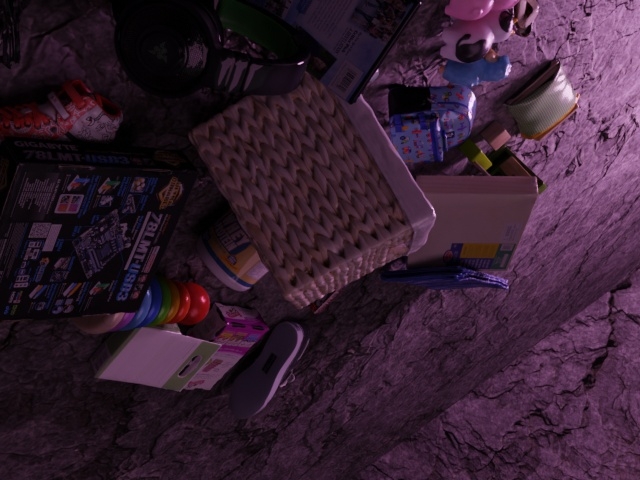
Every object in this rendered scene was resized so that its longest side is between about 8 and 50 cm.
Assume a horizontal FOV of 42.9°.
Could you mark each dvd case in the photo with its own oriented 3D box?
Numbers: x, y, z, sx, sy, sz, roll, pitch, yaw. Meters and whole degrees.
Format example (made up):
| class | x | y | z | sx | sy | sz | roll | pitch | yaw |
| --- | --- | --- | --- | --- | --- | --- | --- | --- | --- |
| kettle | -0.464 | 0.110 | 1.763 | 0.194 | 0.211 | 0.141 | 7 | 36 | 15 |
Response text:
| class | x | y | z | sx | sy | sz | roll | pitch | yaw |
| --- | --- | --- | --- | --- | --- | --- | --- | --- | --- |
| dvd case | -0.005 | -0.339 | 1.162 | 0.180 | 0.253 | 0.022 | -54 | 176 | 28 |

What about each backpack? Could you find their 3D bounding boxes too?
| class | x | y | z | sx | sy | sz | roll | pitch | yaw |
| --- | --- | --- | --- | --- | --- | --- | --- | --- | --- |
| backpack | 0.223 | -0.231 | 1.609 | 0.174 | 0.116 | 0.158 | -4 | 148 | 5 |

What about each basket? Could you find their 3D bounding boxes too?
| class | x | y | z | sx | sy | sz | roll | pitch | yaw |
| --- | --- | --- | --- | --- | --- | --- | --- | --- | --- |
| basket | -0.008 | -0.080 | 1.356 | 0.267 | 0.331 | 0.328 | -32 | 172 | -3 |

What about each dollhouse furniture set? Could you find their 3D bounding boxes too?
| class | x | y | z | sx | sy | sz | roll | pitch | yaw |
| --- | --- | --- | --- | --- | --- | --- | --- | --- | --- |
| dollhouse furniture set | 0.505 | -0.240 | 1.908 | 0.301 | 0.151 | 0.198 | -42 | 150 | 11 |

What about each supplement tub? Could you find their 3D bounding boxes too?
| class | x | y | z | sx | sy | sz | roll | pitch | yaw |
| --- | --- | --- | --- | --- | --- | --- | --- | --- | --- |
| supplement tub | -0.127 | -0.012 | 1.591 | 0.200 | 0.144 | 0.144 | -42 | 150 | 10 |

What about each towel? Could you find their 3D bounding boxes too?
| class | x | y | z | sx | sy | sz | roll | pitch | yaw |
| --- | --- | --- | --- | --- | --- | --- | --- | --- | --- |
| towel | 0.343 | 0.113 | 2.225 | 0.243 | 0.040 | 0.336 | -5 | 169 | 34 |

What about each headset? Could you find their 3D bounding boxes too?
| class | x | y | z | sx | sy | sz | roll | pitch | yaw |
| --- | --- | --- | --- | --- | --- | --- | --- | --- | --- |
| headset | -0.212 | -0.262 | 1.067 | 0.394 | 0.243 | 0.185 | 11 | 122 | -24 |

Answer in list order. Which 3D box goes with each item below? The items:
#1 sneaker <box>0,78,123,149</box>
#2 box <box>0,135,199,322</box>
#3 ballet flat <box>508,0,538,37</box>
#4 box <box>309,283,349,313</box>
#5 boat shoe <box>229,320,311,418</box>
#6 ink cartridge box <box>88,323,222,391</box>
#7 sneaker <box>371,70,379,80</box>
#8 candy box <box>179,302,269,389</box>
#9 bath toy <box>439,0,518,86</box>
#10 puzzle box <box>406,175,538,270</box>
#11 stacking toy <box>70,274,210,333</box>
| class | x | y | z | sx | sy | sz | roll | pitch | yaw |
| --- | --- | --- | --- | --- | --- | --- | --- | --- | --- |
| sneaker | -0.404 | -0.170 | 1.139 | 0.270 | 0.090 | 0.145 | 10 | 123 | -52 |
| box | -0.364 | -0.008 | 1.224 | 0.293 | 0.073 | 0.295 | -3 | 131 | -46 |
| ballet flat | 0.381 | -0.466 | 1.527 | 0.077 | 0.079 | 0.221 | -34 | 150 | -6 |
| box | 0.011 | 0.096 | 1.940 | 0.137 | 0.094 | 0.027 | -47 | 149 | 18 |
| boat shoe | -0.127 | 0.338 | 2.135 | 0.105 | 0.113 | 0.306 | 8 | 113 | -59 |
| ink cartridge box | -0.357 | 0.244 | 1.780 | 0.235 | 0.056 | 0.171 | 20 | 119 | -47 |
| sneaker | 0.059 | -0.301 | 1.478 | 0.098 | 0.038 | 0.069 | -43 | 150 | -6 |
| candy box | -0.255 | 0.252 | 1.912 | 0.233 | 0.071 | 0.159 | -46 | 149 | 17 |
| bath toy | 0.298 | -0.426 | 1.453 | 0.348 | 0.129 | 0.151 | 80 | 33 | -59 |
| puzzle box | 0.352 | -0.032 | 1.983 | 0.272 | 0.052 | 0.409 | 0 | 153 | 2 |
| stacking toy | -0.332 | 0.112 | 1.593 | 0.141 | 0.141 | 0.330 | -46 | 156 | 17 |
